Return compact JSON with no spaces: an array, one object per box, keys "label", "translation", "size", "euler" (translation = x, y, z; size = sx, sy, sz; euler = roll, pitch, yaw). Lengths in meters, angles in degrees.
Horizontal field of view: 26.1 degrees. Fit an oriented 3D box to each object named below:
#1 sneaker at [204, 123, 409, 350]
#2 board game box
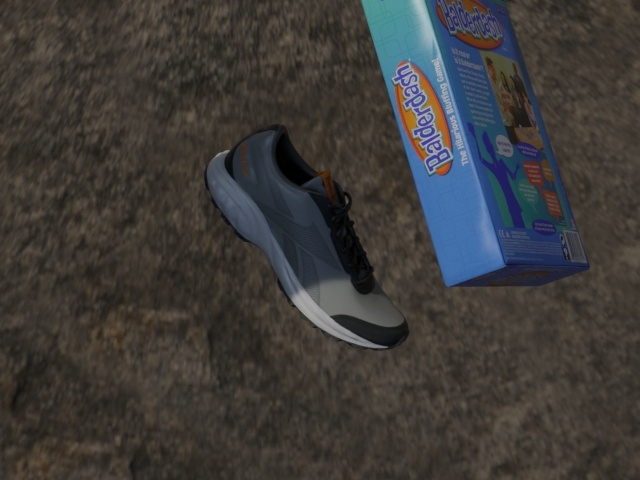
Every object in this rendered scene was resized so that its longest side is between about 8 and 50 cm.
[{"label":"sneaker","translation":[0.000,0.000,1.409],"size":[0.108,0.100,0.271],"euler":[-40,92,25]},{"label":"board game box","translation":[0.107,-0.074,0.937],"size":[0.047,0.160,0.210],"euler":[-21,78,28]}]
